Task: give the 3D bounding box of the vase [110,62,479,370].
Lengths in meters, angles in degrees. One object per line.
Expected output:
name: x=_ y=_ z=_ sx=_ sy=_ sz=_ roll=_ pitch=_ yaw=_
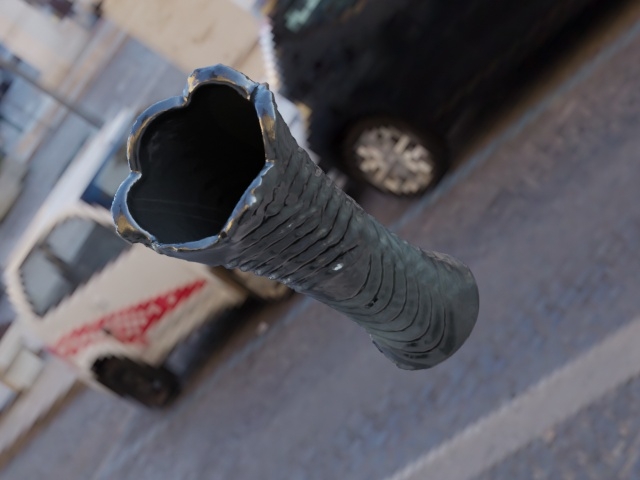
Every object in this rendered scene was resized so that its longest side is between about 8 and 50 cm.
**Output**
vase: x=0.000 y=0.000 z=1.064 sx=0.115 sy=0.237 sz=0.115 roll=-18 pitch=59 yaw=32
